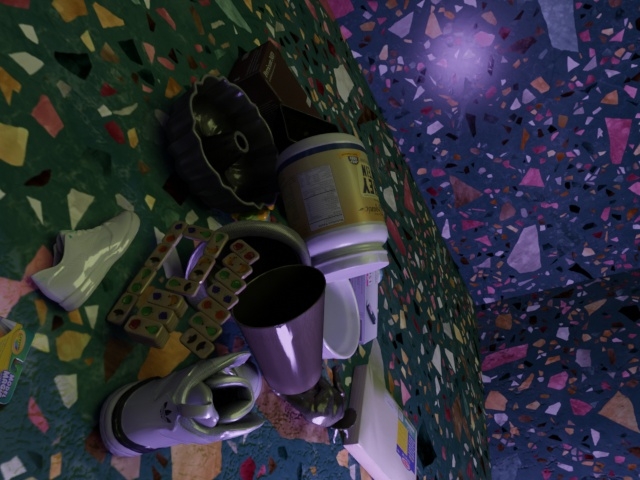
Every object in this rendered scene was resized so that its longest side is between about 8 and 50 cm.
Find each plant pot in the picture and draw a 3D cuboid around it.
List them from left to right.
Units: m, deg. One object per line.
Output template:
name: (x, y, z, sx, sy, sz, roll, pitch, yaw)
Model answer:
plant pot: (-0.053, -0.241, 1.340, 0.188, 0.167, 0.188, 14, 38, -26)

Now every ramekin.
ramekin: (-0.014, 0.188, 1.270, 0.277, 0.135, 0.277, 41, 39, -46)

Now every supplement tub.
supplement tub: (0.031, -0.070, 1.138, 0.228, 0.228, 0.316, 8, 66, -62)

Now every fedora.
fedora: (-0.159, 0.050, 1.031, 0.124, 0.276, 0.243, -128, -135, -58)

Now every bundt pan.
bundt pan: (-0.233, -0.212, 1.119, 0.331, 0.124, 0.330, 42, 39, -46)

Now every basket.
basket: (-0.070, 0.195, 0.978, 0.204, 0.154, 0.226, -33, 132, -35)

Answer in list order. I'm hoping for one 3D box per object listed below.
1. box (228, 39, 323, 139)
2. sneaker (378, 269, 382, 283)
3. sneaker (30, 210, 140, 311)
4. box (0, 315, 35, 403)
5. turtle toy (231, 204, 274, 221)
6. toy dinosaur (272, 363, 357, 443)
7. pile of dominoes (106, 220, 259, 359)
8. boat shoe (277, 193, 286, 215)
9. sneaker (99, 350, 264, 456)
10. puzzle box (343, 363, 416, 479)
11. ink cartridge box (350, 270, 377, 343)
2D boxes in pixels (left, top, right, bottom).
box: (-0.112, -0.387, 1.463, 0.381, 0.143, 0.191, 48, 34, -37)
sneaker: (0.175, 0.081, 1.810, 0.083, 0.071, 0.190, 16, 51, -53)
sneaker: (-0.372, 0.006, 0.762, 0.094, 0.080, 0.212, 44, 36, -24)
box: (-0.445, 0.126, 0.565, 0.179, 0.043, 0.105, 42, 38, -42)
turtle toy: (-0.170, -0.052, 1.189, 0.130, 0.095, 0.066, -66, 153, -54)
toy dinosaur: (0.006, 0.401, 1.188, 0.313, 0.121, 0.160, 40, 26, -54)
pile of dominoes: (-0.230, 0.066, 0.816, 0.040, 0.196, 0.251, 87, 21, -51)
boat shoe: (-0.088, -0.094, 1.413, 0.060, 0.064, 0.177, -40, 117, -27)
sneaker: (-0.166, 0.269, 0.825, 0.366, 0.210, 0.137, 8, 67, -62)
puzzle box: (0.204, 0.625, 1.505, 0.408, 0.052, 0.272, 56, 29, -29)
ink cartridge box: (0.170, 0.195, 1.632, 0.239, 0.060, 0.274, -3, 94, -63)
